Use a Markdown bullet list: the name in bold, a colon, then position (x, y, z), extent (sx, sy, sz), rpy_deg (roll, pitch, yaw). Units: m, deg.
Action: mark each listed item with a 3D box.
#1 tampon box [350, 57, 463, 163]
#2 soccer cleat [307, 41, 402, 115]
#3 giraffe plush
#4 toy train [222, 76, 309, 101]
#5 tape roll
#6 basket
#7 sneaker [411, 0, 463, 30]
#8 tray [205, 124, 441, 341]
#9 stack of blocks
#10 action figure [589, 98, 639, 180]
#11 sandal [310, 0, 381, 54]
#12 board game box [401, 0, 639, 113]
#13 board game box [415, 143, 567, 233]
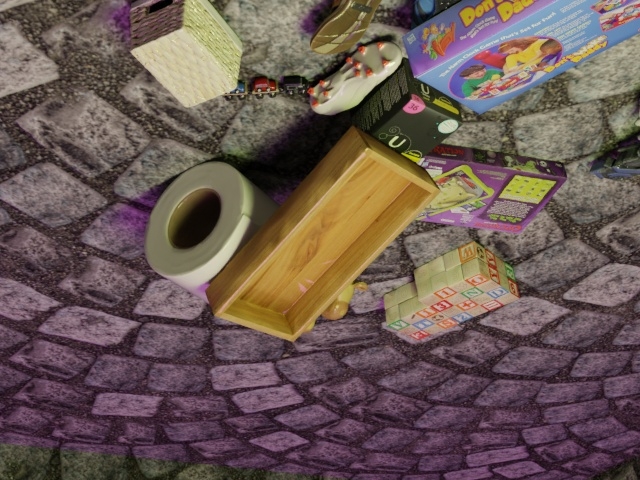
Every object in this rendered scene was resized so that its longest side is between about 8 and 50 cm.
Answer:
- **tampon box**: position (0.147, -0.215, 1.561), extent (0.120, 0.101, 0.161), rpy_deg (17, 141, -30)
- **soccer cleat**: position (0.065, -0.272, 1.508), extent (0.196, 0.068, 0.076), rpy_deg (-28, 155, 34)
- **giraffe plush**: position (0.002, 0.118, 2.040), extent (0.170, 0.181, 0.210), rpy_deg (13, 110, -41)
- **toy train**: position (-0.098, -0.262, 1.532), extent (0.158, 0.027, 0.036), rpy_deg (-4, 144, 0)
- **tape roll**: position (-0.193, -0.007, 1.717), extent (0.246, 0.246, 0.169), rpy_deg (-21, 143, 25)
- **basket**: position (-0.207, -0.301, 1.390), extent (0.113, 0.103, 0.167), rpy_deg (-18, 146, 22)
- **sneaker**: position (0.174, -0.377, 1.363), extent (0.069, 0.082, 0.209), rpy_deg (-18, 167, -9)
- **tray**: position (0.000, 0.000, 1.590), extent (0.203, 0.076, 0.411), rpy_deg (24, 118, -42)
- **stack of blocks**: position (0.294, 0.126, 2.117), extent (0.297, 0.087, 0.171), rpy_deg (-28, 140, 33)
- **action figure**: position (0.686, -0.186, 1.671), extent (0.330, 0.178, 0.341), rpy_deg (29, 162, -31)
- **sandal**: position (0.047, -0.362, 1.382), extent (0.072, 0.049, 0.180), rpy_deg (13, 129, -34)
- **board game box**: position (0.334, -0.329, 1.369), extent (0.347, 0.078, 0.233), rpy_deg (-25, 159, 29)
- **board game box**: position (0.293, -0.104, 1.803), extent (0.347, 0.056, 0.208), rpy_deg (7, 141, -16)
